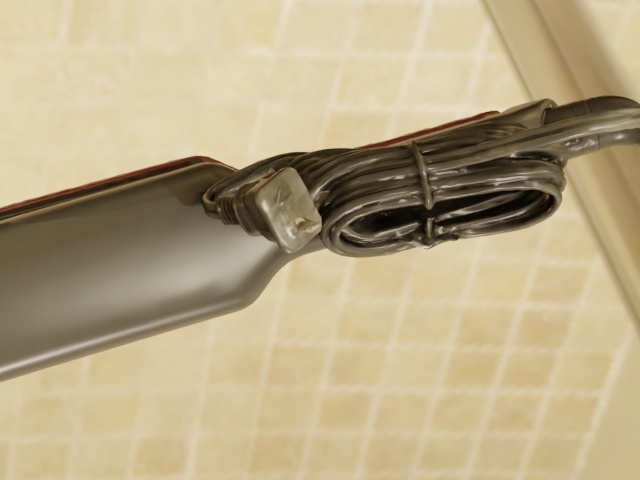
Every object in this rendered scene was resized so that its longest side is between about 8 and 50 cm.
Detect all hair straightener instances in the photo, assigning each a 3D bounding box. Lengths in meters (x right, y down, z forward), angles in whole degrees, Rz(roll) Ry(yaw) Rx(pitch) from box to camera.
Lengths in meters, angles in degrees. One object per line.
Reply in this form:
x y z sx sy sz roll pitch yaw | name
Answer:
0.000 0.000 0.480 0.230 0.089 0.047 -10 98 -6 | hair straightener
